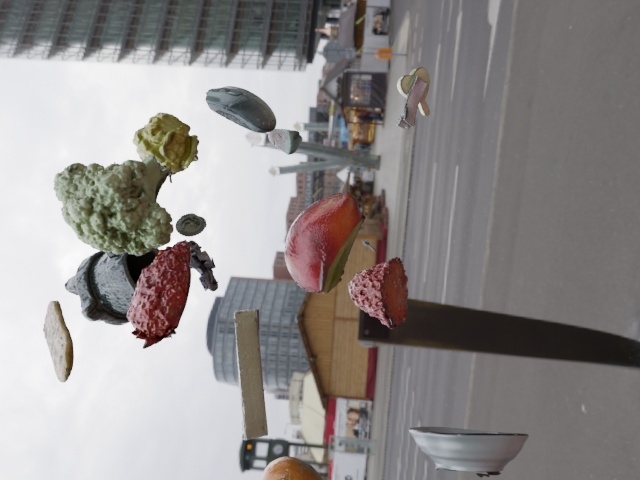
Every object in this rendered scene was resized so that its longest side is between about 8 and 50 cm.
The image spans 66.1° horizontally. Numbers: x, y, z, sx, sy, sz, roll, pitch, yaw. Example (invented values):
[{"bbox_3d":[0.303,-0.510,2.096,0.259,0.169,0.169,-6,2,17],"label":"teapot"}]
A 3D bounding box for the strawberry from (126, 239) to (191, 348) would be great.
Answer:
[{"bbox_3d":[-0.354,0.109,1.093,0.174,0.097,0.228,32,101,56],"label":"strawberry"}]

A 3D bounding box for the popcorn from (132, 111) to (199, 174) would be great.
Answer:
[{"bbox_3d":[-0.497,-0.309,1.621,0.217,0.235,0.181,47,-114,-30],"label":"popcorn"}]

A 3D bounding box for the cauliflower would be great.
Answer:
[{"bbox_3d":[-0.494,-0.108,1.208,0.260,0.326,0.281,120,170,-80],"label":"cauliflower"}]

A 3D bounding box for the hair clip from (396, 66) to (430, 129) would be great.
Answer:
[{"bbox_3d":[0.328,-0.487,1.692,0.071,0.158,0.219,7,77,58],"label":"hair clip"}]

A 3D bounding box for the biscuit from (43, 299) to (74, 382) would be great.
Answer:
[{"bbox_3d":[-0.652,0.245,1.216,0.247,0.028,0.119,39,111,43],"label":"biscuit"}]

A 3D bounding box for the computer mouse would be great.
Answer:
[{"bbox_3d":[-0.218,-0.375,1.350,0.113,0.228,0.068,-53,-10,-44],"label":"computer mouse"}]

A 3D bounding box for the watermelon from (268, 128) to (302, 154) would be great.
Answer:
[{"bbox_3d":[-0.110,-0.334,1.642,0.081,0.094,0.180,-59,-24,6],"label":"watermelon"}]

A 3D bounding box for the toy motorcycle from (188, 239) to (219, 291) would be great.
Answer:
[{"bbox_3d":[-0.449,0.091,1.825,0.216,0.080,0.122,61,-162,11],"label":"toy motorcycle"}]

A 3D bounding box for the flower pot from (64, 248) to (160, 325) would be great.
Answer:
[{"bbox_3d":[-0.713,0.160,1.726,0.299,0.282,0.299,52,-155,-36],"label":"flower pot"}]

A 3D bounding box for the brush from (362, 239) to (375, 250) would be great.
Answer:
[{"bbox_3d":[0.217,0.024,2.186,0.008,0.083,0.024,28,-81,-50],"label":"brush"}]

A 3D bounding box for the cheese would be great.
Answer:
[{"bbox_3d":[-0.222,0.422,1.561,0.034,0.085,0.401,153,114,-72],"label":"cheese"}]

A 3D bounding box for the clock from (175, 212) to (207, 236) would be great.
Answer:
[{"bbox_3d":[-0.333,-0.039,1.259,0.010,0.074,0.083,107,-173,-45],"label":"clock"}]

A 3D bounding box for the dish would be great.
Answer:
[{"bbox_3d":[0.395,0.561,1.314,0.316,0.316,0.107,82,-171,-72],"label":"dish"}]

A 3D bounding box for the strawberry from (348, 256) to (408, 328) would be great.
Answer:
[{"bbox_3d":[0.185,0.176,1.610,0.233,0.177,0.234,10,-101,-58],"label":"strawberry"}]

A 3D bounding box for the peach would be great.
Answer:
[{"bbox_3d":[-0.003,0.005,1.185,0.154,0.158,0.268,-50,-16,-51],"label":"peach"}]

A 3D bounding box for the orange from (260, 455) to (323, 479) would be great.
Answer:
[{"bbox_3d":[-0.087,0.786,1.569,0.170,0.224,0.224,-49,-16,-16],"label":"orange"}]
